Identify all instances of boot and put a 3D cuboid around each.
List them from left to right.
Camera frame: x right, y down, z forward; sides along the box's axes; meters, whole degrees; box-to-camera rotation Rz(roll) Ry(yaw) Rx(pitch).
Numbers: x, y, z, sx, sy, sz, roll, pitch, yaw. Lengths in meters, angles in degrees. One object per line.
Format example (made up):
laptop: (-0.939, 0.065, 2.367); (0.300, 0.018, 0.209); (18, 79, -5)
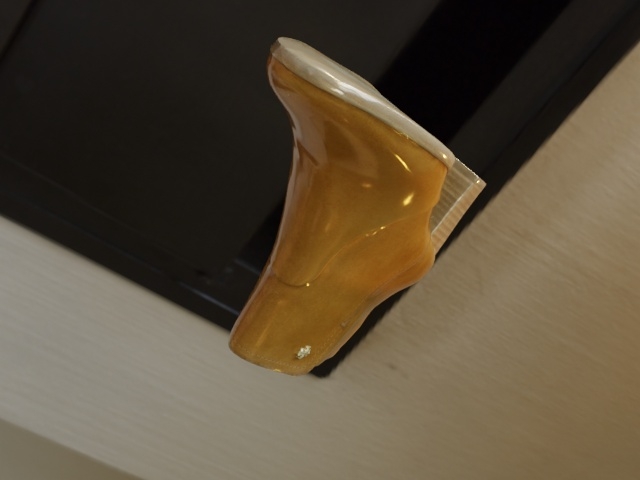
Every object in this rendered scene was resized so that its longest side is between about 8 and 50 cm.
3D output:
boot: (0.000, 0.000, 0.640); (0.211, 0.295, 0.104); (-50, -119, 8)
